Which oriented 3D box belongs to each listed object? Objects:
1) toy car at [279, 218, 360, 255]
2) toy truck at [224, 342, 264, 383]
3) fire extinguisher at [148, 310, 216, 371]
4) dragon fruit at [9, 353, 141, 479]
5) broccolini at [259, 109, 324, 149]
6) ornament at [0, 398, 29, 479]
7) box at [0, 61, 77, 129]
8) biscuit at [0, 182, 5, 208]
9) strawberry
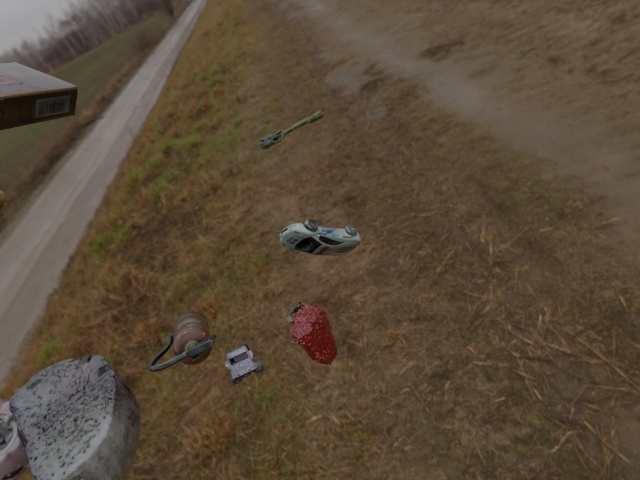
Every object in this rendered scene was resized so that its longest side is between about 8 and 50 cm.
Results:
[{"bbox_3d":[0.000,0.000,1.195,0.095,0.205,0.056,-39,56,43],"label":"toy car"},{"bbox_3d":[-0.264,0.410,1.742,0.110,0.116,0.216,-24,-12,-8],"label":"toy truck"},{"bbox_3d":[-0.416,0.327,1.589,0.200,0.113,0.376,-49,13,-10],"label":"fire extinguisher"},{"bbox_3d":[-0.456,0.385,1.042,0.204,0.221,0.283,-33,42,-20],"label":"dragon fruit"},{"bbox_3d":[-0.098,-0.371,1.767,0.254,0.057,0.071,-18,67,21],"label":"broccolini"},{"bbox_3d":[-0.684,0.426,1.105,0.178,0.177,0.177,-22,30,13],"label":"ornament"},{"bbox_3d":[-0.596,-0.272,0.961,0.159,0.071,0.240,24,24,5],"label":"box"},{"bbox_3d":[-0.757,-0.029,1.143,0.184,0.035,0.248,-41,50,19],"label":"biscuit"},{"bbox_3d":[-0.010,0.233,1.287,0.082,0.187,0.146,-26,14,26],"label":"strawberry"}]
